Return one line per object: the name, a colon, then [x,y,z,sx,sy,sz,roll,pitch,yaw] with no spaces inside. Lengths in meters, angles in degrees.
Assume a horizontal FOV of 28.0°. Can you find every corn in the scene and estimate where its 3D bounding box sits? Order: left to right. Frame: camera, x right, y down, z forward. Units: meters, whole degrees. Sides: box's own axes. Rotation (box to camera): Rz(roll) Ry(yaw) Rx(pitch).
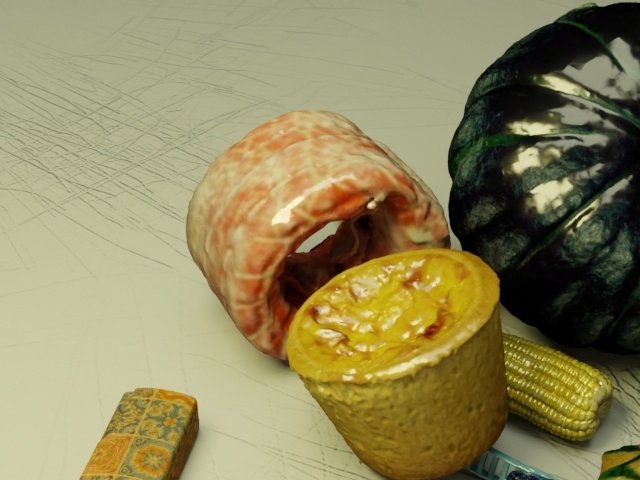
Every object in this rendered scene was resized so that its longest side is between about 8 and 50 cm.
corn: [0.197,0.135,1.238,0.165,0.063,0.085,19,63,26]

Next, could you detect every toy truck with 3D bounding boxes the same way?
toy truck: [0.172,0.222,1.116,0.136,0.063,0.074,26,20,29]

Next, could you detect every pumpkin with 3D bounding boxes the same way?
pumpkin: [0.310,-0.058,1.292,0.363,0.266,0.364,3,72,-10]

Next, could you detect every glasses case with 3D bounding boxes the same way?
glasses case: [-0.171,0.217,1.113,0.075,0.049,0.218,8,35,9]

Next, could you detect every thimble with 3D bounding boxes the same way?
thimble: [0.000,0.000,1.283,0.239,0.239,0.162,-12,37,-19]

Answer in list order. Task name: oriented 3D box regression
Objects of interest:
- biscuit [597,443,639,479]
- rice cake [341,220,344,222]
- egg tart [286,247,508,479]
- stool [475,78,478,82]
biscuit: [0.357,0.190,1.049,0.343,0.057,0.287,0,-5,-35]
rice cake: [0.081,-0.001,1.428,0.052,0.057,0.256,-16,38,-21]
egg tart: [0.085,0.113,1.155,0.202,0.147,0.203,-19,28,11]
stool: [0.296,-0.136,1.557,0.232,0.141,0.232,1,36,-1]
